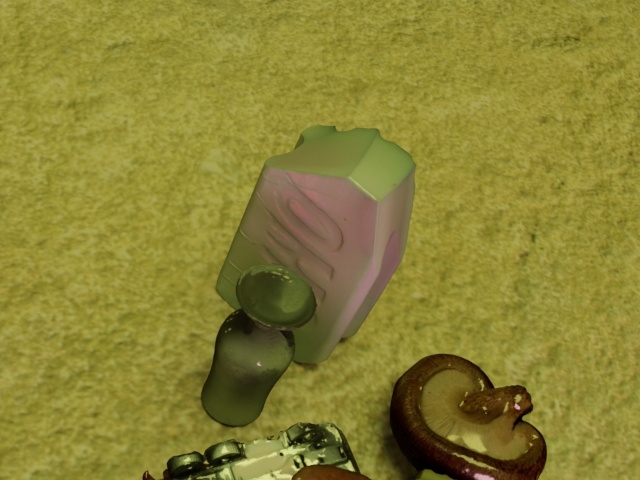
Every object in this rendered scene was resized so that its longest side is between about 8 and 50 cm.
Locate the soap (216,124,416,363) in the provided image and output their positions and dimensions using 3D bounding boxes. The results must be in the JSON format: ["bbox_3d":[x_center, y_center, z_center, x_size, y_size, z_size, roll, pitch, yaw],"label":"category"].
[{"bbox_3d":[0.000,0.000,1.318,0.208,0.347,0.115,40,47,12],"label":"soap"}]

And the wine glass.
[{"bbox_3d":[-0.086,0.140,1.241,0.103,0.231,0.103,11,46,-12],"label":"wine glass"}]

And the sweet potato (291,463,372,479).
[{"bbox_3d":[0.071,0.365,1.120,0.355,0.095,0.106,60,31,-21],"label":"sweet potato"}]

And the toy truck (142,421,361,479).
[{"bbox_3d":[-0.093,0.308,1.169,0.270,0.135,0.114,-10,58,-24],"label":"toy truck"}]

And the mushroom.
[{"bbox_3d":[0.193,0.265,1.332,0.194,0.138,0.231,-18,48,-19],"label":"mushroom"}]

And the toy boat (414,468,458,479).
[{"bbox_3d":[0.198,0.379,1.239,0.276,0.111,0.084,26,45,1],"label":"toy boat"}]
